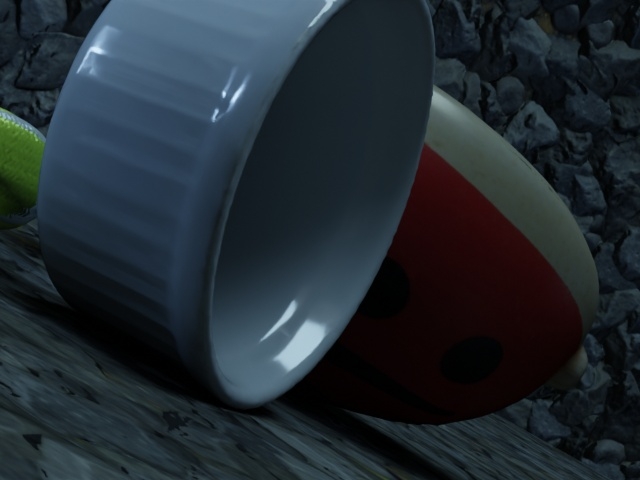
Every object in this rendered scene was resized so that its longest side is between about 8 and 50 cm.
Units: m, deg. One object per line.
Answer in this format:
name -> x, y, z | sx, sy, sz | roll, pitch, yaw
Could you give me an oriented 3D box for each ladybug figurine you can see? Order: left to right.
ladybug figurine -> 0.000, 0.000, 1.371 | 0.449, 0.162, 0.305 | 29, -38, -2

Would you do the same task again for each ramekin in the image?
ramekin -> -0.051, -0.049, 1.123 | 0.135, 0.277, 0.277 | 22, -3, 22

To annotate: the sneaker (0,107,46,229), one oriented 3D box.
sneaker -> -0.281, -0.066, 1.096 | 0.240, 0.091, 0.126 | 29, -18, -27
